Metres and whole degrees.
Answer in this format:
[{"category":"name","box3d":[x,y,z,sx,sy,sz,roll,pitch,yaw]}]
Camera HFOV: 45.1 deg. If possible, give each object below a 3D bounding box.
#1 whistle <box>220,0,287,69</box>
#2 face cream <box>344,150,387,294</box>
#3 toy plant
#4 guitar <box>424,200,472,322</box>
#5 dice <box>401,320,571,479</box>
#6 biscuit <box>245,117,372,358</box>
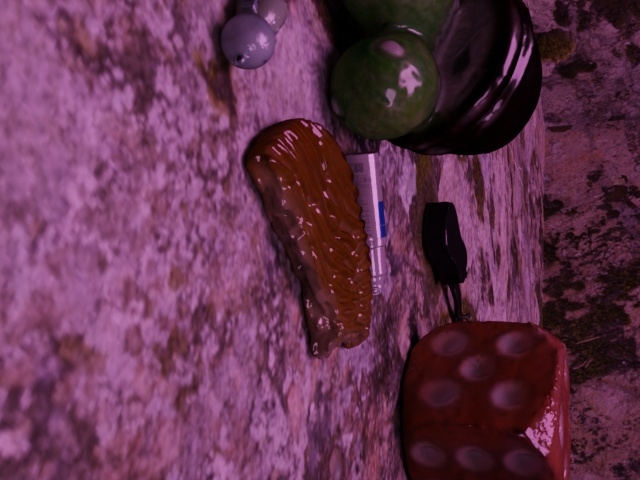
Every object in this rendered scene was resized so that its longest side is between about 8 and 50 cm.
[{"category":"whistle","box3d":[-0.040,-0.144,0.500,0.035,0.035,0.100,67,28,-43]},{"category":"face cream","box3d":[0.043,-0.015,0.706,0.034,0.034,0.130,-28,113,-68]},{"category":"toy plant","box3d":[0.097,-0.182,0.709,0.235,0.175,0.218,20,73,-41]},{"category":"guitar","box3d":[0.190,0.057,1.085,0.271,0.038,0.084,67,30,-43]},{"category":"dice","box3d":[0.195,0.208,0.885,0.179,0.174,0.174,-68,150,-49]},{"category":"biscuit","box3d":[0.001,0.000,0.597,0.228,0.031,0.177,36,53,-65]}]
